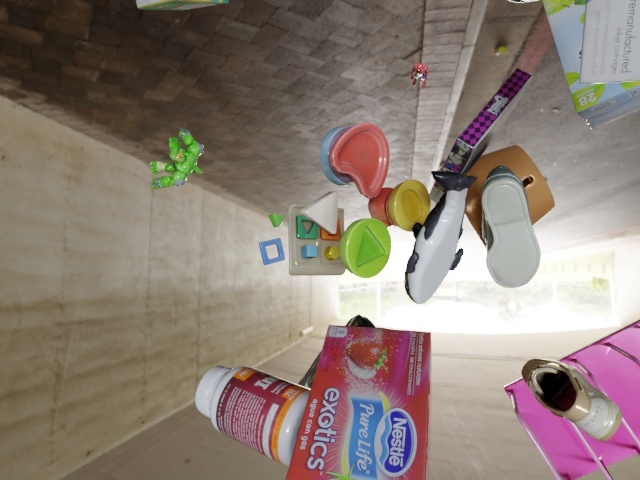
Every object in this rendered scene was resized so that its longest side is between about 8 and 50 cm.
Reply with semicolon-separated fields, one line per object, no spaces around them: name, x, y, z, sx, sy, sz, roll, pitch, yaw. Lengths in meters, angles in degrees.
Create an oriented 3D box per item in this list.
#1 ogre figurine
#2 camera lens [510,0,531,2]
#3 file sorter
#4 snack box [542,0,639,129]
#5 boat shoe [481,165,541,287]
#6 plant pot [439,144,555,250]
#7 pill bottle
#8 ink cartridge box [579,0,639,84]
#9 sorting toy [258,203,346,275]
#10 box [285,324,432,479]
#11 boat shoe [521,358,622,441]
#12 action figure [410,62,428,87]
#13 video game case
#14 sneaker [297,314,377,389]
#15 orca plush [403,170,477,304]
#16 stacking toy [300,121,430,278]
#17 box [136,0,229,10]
ogre figurine;-0.410;-0.232;1.238;0.118;0.197;0.096;18;148;30
camera lens;0.483;-0.702;0.937;0.220;0.274;0.219;-12;178;0
file sorter;0.515;0.305;0.738;0.291;0.202;0.182;-34;167;15
snack box;0.387;-0.270;0.514;0.070;0.207;0.175;12;155;-41
boat shoe;0.429;-0.025;0.969;0.116;0.099;0.319;-8;127;24
plant pot;0.487;-0.125;1.161;0.204;0.290;0.291;-31;164;18
pill bottle;-0.076;0.204;0.517;0.152;0.086;0.086;9;180;31
ink cartridge box;0.238;-0.140;0.204;0.181;0.104;0.062;13;-143;41
sorting toy;0.000;0.000;1.177;0.348;0.195;0.047;3;175;-31
box;0.047;0.224;0.427;0.123;0.128;0.256;1;-141;16
boat shoe;0.292;0.179;0.528;0.059;0.063;0.170;31;-179;-1
action figure;0.224;-0.373;0.955;0.038;0.030;0.115;24;-175;12
video game case;0.327;-0.209;0.887;0.042;0.232;0.210;37;160;15
sneaker;0.109;0.307;0.851;0.258;0.169;0.447;36;155;6
orca plush;0.208;-0.013;0.853;0.151;0.287;0.102;-22;-140;-23
stacking toy;0.076;-0.084;0.949;0.309;0.279;0.130;47;159;-30
box;-0.106;-0.257;0.283;0.043;0.179;0.105;-18;-149;-31
